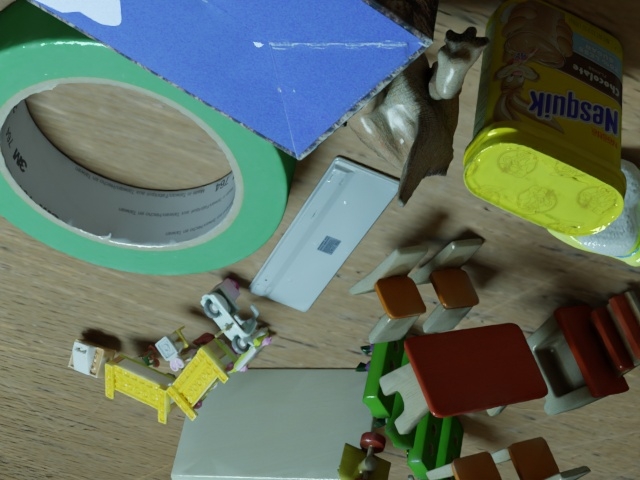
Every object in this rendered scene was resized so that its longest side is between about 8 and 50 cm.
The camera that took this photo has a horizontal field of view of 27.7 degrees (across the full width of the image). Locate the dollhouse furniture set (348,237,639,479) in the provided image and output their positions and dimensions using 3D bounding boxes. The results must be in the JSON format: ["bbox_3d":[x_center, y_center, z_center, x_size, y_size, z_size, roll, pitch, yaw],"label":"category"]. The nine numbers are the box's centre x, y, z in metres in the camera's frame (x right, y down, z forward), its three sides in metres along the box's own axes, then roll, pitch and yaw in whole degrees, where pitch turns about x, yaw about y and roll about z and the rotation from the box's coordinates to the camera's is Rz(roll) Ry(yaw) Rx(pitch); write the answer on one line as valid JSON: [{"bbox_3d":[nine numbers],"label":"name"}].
[{"bbox_3d":[0.192,0.119,1.269,0.259,0.262,0.135,-6,153,-37],"label":"dollhouse furniture set"}]

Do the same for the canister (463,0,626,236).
[{"bbox_3d":[0.182,-0.102,1.030,0.126,0.170,0.073,23,141,-14],"label":"canister"}]

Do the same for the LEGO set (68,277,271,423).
[{"bbox_3d":[-0.160,0.132,1.508,0.287,0.107,0.132,-21,97,41],"label":"LEGO set"}]

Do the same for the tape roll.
[{"bbox_3d":[-0.182,-0.093,1.215,0.321,0.077,0.321,7,143,5],"label":"tape roll"}]

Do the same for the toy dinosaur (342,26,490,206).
[{"bbox_3d":[0.049,-0.118,1.010,0.127,0.296,0.200,-19,144,-10],"label":"toy dinosaur"}]

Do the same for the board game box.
[{"bbox_3d":[-0.044,-0.241,0.812,0.232,0.291,0.141,29,138,-22],"label":"board game box"}]

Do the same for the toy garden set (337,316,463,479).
[{"bbox_3d":[0.088,0.238,1.461,0.049,0.204,0.244,-7,138,25],"label":"toy garden set"}]

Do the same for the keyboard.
[{"bbox_3d":[0.000,0.000,1.340,0.072,0.014,0.256,17,143,-15],"label":"keyboard"}]

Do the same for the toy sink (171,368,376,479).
[{"bbox_3d":[-0.037,0.250,1.553,0.234,0.153,0.131,-3,140,16],"label":"toy sink"}]

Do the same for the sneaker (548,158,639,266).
[{"bbox_3d":[0.305,-0.004,1.189,0.240,0.091,0.126,19,168,21],"label":"sneaker"}]
